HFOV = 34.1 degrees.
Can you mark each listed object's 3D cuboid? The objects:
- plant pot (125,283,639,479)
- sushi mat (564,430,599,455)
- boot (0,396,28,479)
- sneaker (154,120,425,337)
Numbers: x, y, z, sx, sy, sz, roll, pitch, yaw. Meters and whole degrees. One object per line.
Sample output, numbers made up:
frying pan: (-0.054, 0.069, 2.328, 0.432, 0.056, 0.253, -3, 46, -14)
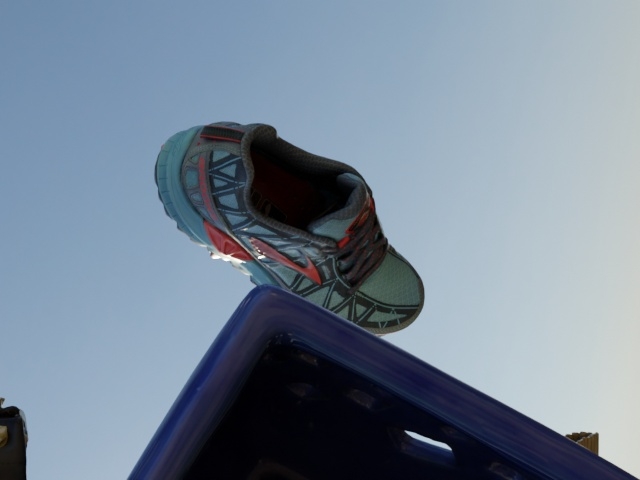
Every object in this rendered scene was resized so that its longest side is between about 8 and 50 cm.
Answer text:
plant pot: (0.002, 0.185, 0.491, 0.236, 0.236, 0.212, -61, 3, -17)
sushi mat: (0.177, 0.313, 0.807, 0.151, 0.019, 0.317, 6, -96, -49)
boot: (-0.230, 0.073, 0.490, 0.085, 0.178, 0.236, -129, 40, -70)
sneaker: (0.000, 0.000, 0.804, 0.262, 0.125, 0.104, 33, -119, -30)
